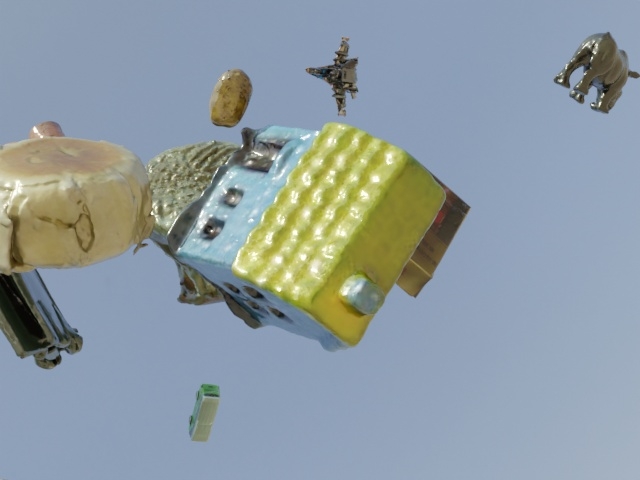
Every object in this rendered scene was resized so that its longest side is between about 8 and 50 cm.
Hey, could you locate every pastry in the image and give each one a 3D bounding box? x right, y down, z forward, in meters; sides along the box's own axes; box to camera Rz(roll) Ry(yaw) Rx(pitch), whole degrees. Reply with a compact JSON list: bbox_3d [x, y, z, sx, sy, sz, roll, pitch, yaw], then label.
[{"bbox_3d":[-0.225,-0.033,0.687,0.165,0.166,0.088,-12,-63,-32],"label":"pastry"}]

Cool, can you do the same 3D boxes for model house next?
[{"bbox_3d":[0.000,0.000,0.996,0.215,0.303,0.237,45,-109,-34],"label":"model house"}]

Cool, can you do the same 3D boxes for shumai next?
[{"bbox_3d":[-0.199,-0.028,1.332,0.225,0.261,0.222,3,-41,-5],"label":"shumai"}]

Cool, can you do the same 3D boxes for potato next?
[{"bbox_3d":[-0.121,-0.191,1.079,0.051,0.040,0.083,26,-71,1],"label":"potato"}]

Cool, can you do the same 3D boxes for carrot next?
[{"bbox_3d":[-0.396,-0.111,1.255,0.057,0.224,0.057,-23,-41,-22],"label":"carrot"}]

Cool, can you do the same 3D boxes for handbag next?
[{"bbox_3d":[-0.409,0.047,1.048,0.079,0.247,0.260,-32,-92,-15],"label":"handbag"}]

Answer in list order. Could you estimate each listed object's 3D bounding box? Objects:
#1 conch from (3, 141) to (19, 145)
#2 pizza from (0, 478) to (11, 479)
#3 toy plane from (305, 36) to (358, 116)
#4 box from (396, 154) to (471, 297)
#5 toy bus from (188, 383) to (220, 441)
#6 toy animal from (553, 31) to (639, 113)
[{"bbox_3d":[-0.556,-0.050,1.252,0.127,0.255,0.158,11,-41,4],"label":"conch"},{"bbox_3d":[-0.287,0.519,0.909,0.130,0.406,0.440,-21,-72,-35],"label":"pizza"},{"bbox_3d":[0.027,-0.276,1.336,0.188,0.062,0.135,-22,-65,-73],"label":"toy plane"},{"bbox_3d":[0.157,-0.030,1.383,0.071,0.159,0.240,-51,-1,41],"label":"box"},{"bbox_3d":[-0.159,0.237,1.097,0.031,0.037,0.083,9,-65,-20],"label":"toy bus"},{"bbox_3d":[0.279,-0.160,0.791,0.135,0.047,0.065,18,-73,-55],"label":"toy animal"}]
